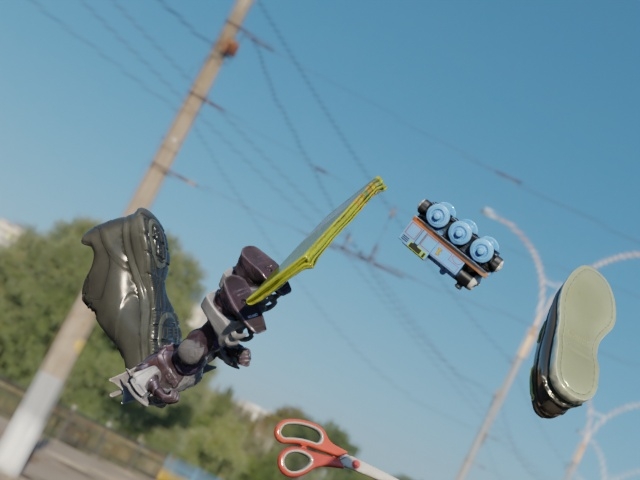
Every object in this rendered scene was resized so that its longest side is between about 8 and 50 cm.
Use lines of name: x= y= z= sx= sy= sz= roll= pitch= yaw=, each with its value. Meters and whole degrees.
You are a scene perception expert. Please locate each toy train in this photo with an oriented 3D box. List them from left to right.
toy train: x=0.231 y=0.009 z=2.141 sx=0.184 sy=0.105 sz=0.080 roll=40 pitch=16 yaw=11

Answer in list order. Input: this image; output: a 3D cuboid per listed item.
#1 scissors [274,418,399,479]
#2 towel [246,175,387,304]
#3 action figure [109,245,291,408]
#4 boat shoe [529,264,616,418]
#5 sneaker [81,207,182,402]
scissors: x=0.051 y=0.403 z=2.283 sx=0.297 sy=0.109 sz=0.021 roll=12 pitch=-23 yaw=-17
towel: x=0.000 y=0.000 z=1.393 sx=0.021 sy=0.237 sz=0.102 roll=49 pitch=-57 yaw=-3
action figure: x=-0.147 y=0.134 z=1.491 sx=0.099 sy=0.185 sz=0.285 roll=48 pitch=-50 yaw=8
boat shoe: x=0.300 y=0.119 z=1.475 sx=0.081 sy=0.228 sz=0.068 roll=35 pitch=-47 yaw=-6
sneaker: x=-0.281 y=0.101 z=1.787 sx=0.130 sy=0.286 sz=0.109 roll=-12 pitch=-17 yaw=13
